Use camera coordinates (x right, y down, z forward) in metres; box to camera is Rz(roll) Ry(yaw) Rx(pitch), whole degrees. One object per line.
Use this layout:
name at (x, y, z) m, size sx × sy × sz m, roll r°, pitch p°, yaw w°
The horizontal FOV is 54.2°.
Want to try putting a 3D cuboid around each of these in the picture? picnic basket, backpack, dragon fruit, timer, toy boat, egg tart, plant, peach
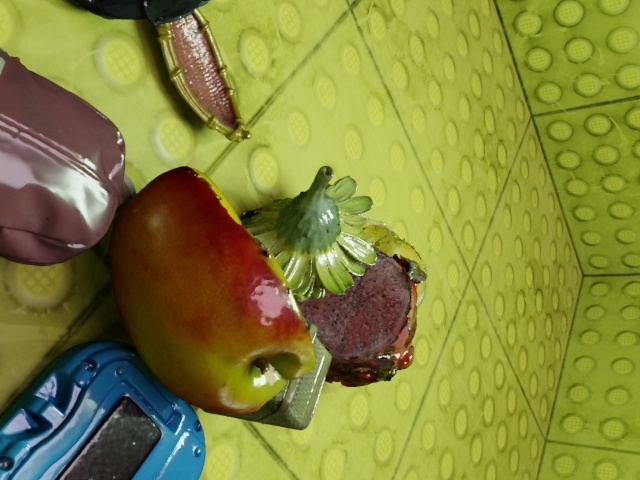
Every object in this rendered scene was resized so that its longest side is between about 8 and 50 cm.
picnic basket at (-0.129, 0.219, 1.103) m, size 0.139 × 0.266 × 0.165 m, roll 58°, pitch 43°, yaw -44°
backpack at (-0.411, -0.107, 0.804) m, size 0.317 × 0.197 × 0.284 m, roll 28°, pitch 62°, yaw -36°
dragon fruit at (0.080, 0.179, 1.381) m, size 0.263 × 0.314 × 0.296 m, roll 61°, pitch 44°, yaw -55°
backpack at (-0.300, -0.448, 0.998) m, size 0.258 × 0.133 × 0.206 m, roll -12°, pitch 100°, yaw -8°
timer at (-0.332, 0.340, 0.931) m, size 0.309 × 0.115 × 0.340 m, roll 56°, pitch 45°, yaw -24°
toy boat at (-0.226, -0.326, 1.160) m, size 0.141 × 0.099 × 0.318 m, roll -45°, pitch 119°, yaw -44°
egg tart at (0.175, 0.100, 1.614) m, size 0.341 × 0.132 × 0.342 m, roll 8°, pitch 80°, yaw -51°
plant at (-0.047, -0.037, 1.230) m, size 0.297 × 0.261 × 0.306 m, roll 55°, pitch 42°, yaw -50°
peach at (-0.197, 0.066, 0.966) m, size 0.242 × 0.380 × 0.306 m, roll -28°, pitch 136°, yaw -9°

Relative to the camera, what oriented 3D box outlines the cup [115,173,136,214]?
cup at (-0.343, -0.069, 0.975) m, size 0.074 × 0.102 × 0.099 m, roll 50°, pitch 48°, yaw -13°
